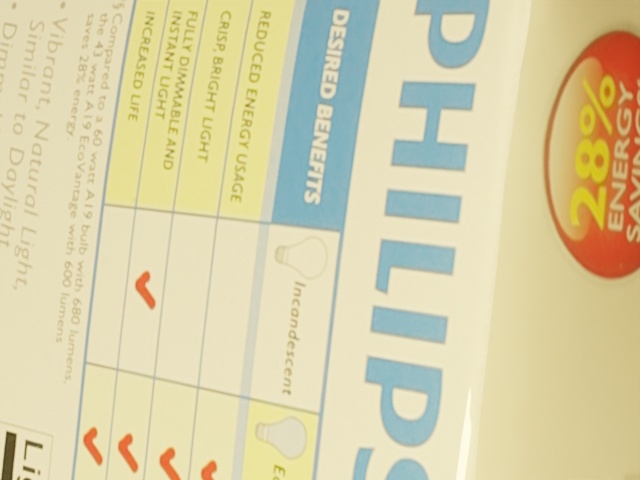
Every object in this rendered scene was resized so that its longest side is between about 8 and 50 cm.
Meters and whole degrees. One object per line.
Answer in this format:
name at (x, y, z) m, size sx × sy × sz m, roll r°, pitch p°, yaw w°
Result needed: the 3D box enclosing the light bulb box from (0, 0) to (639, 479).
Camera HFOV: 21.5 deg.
light bulb box at (-0.016, 0.081, 0.660) m, size 0.361 × 0.225 × 0.358 m, roll 7°, pitch 91°, yaw 43°
